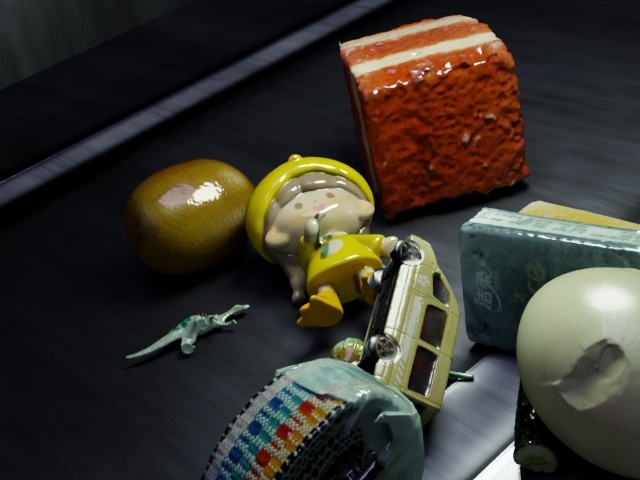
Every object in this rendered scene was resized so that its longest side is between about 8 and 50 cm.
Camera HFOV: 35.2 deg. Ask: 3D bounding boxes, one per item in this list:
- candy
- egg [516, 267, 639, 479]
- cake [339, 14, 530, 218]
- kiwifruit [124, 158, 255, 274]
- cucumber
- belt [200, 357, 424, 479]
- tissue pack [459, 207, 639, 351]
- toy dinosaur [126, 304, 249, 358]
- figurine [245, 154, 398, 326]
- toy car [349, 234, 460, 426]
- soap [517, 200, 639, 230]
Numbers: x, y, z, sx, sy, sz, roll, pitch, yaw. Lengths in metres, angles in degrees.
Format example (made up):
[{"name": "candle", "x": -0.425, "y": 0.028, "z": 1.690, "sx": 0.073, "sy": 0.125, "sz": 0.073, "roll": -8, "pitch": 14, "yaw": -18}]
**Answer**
[{"name": "candy", "x": 0.109, "y": 0.173, "z": 1.381, "sx": 0.203, "sy": 0.061, "sz": 0.061, "roll": 7, "pitch": 35, "yaw": 18}, {"name": "egg", "x": 0.343, "y": 0.146, "z": 1.136, "sx": 0.269, "sy": 0.219, "sz": 0.219, "roll": 38, "pitch": 54, "yaw": 25}, {"name": "cake", "x": 0.194, "y": -0.234, "z": 1.799, "sx": 0.270, "sy": 0.270, "sz": 0.319, "roll": -14, "pitch": 30, "yaw": -1}, {"name": "kiwifruit", "x": -0.215, "y": -0.044, "z": 1.734, "sx": 0.234, "sy": 0.196, "sz": 0.196, "roll": -30, "pitch": 33, "yaw": -33}, {"name": "cucumber", "x": 0.266, "y": 0.201, "z": 1.247, "sx": 0.052, "sy": 0.058, "sz": 0.214, "roll": -16, "pitch": 27, "yaw": 21}, {"name": "belt", "x": -0.001, "y": 0.255, "z": 1.121, "sx": 0.257, "sy": 0.207, "sz": 0.150, "roll": -44, "pitch": 39, "yaw": -16}, {"name": "tissue pack", "x": 0.316, "y": 0.066, "z": 1.324, "sx": 0.257, "sy": 0.185, "sz": 0.081, "roll": 10, "pitch": 28, "yaw": 35}, {"name": "toy dinosaur", "x": -0.206, "y": 0.137, "z": 1.578, "sx": 0.187, "sy": 0.044, "sz": 0.106, "roll": -23, "pitch": 15, "yaw": 10}, {"name": "figurine", "x": 0.000, "y": 0.000, "z": 1.587, "sx": 0.215, "sy": 0.187, "sz": 0.343, "roll": -9, "pitch": 35, "yaw": -9}, {"name": "toy car", "x": 0.117, "y": 0.119, "z": 1.331, "sx": 0.124, "sy": 0.101, "sz": 0.256, "roll": 25, "pitch": 52, "yaw": -8}, {"name": "soap", "x": 0.385, "y": 0.027, "z": 1.469, "sx": 0.258, "sy": 0.080, "sz": 0.160, "roll": 17, "pitch": 41, "yaw": 42}]
